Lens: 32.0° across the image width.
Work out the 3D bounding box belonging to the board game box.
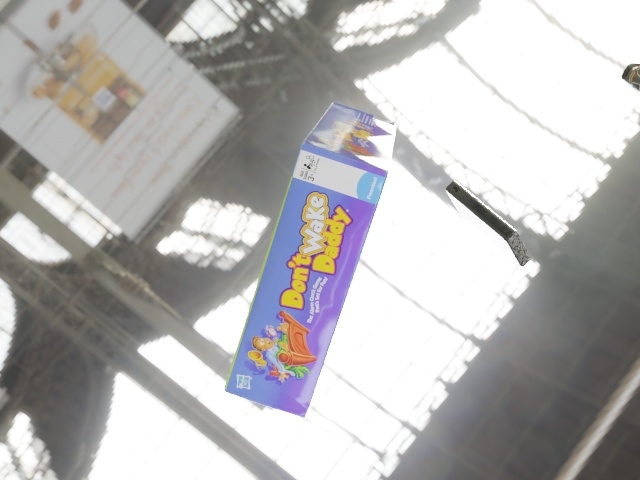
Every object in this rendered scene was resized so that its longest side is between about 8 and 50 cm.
[{"bbox_3d":[0.000,0.000,1.111,0.347,0.078,0.233,-69,178,-77],"label":"board game box"}]

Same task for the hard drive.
[{"bbox_3d":[0.245,-0.024,1.630,0.022,0.094,0.135,-44,-126,-2],"label":"hard drive"}]

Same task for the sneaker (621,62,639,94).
[{"bbox_3d":[0.502,-0.234,1.612,0.077,0.178,0.072,41,-65,39],"label":"sneaker"}]
